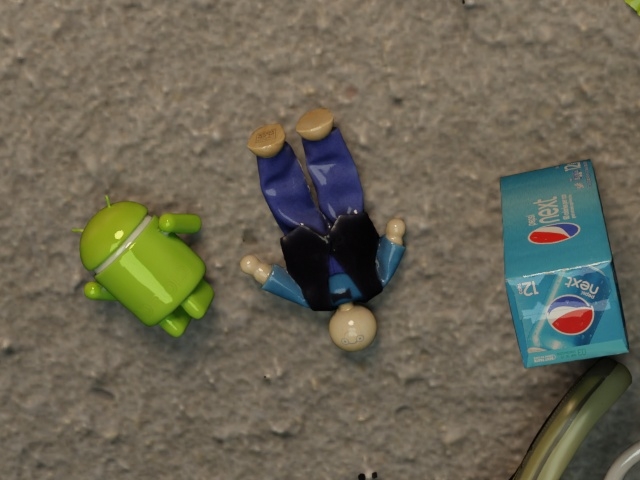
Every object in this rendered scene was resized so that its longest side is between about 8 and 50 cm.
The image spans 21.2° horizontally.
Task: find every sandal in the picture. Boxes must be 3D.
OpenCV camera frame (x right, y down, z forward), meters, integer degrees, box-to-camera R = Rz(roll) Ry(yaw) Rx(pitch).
[{"bbox_3d":[0.162,0.228,1.305,0.086,0.120,0.303,32,110,6],"label":"sandal"}]

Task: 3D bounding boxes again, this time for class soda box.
[{"bbox_3d":[0.165,0.012,1.181,0.071,0.210,0.067,-11,109,9],"label":"soda box"}]

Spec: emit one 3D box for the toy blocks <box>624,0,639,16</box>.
[{"bbox_3d":[0.382,-0.052,1.109,0.381,0.261,0.191,37,109,-8],"label":"toy blocks"}]

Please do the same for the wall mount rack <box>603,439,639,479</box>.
[{"bbox_3d":[0.391,0.254,1.278,0.350,0.130,0.304,-3,115,0],"label":"wall mount rack"}]

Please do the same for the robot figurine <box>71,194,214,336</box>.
[{"bbox_3d":[-0.133,0.018,1.291,0.115,0.067,0.101,44,117,-10],"label":"robot figurine"}]

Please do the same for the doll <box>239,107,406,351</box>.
[{"bbox_3d":[0.000,0.000,1.282,0.129,0.046,0.189,-18,114,2],"label":"doll"}]
